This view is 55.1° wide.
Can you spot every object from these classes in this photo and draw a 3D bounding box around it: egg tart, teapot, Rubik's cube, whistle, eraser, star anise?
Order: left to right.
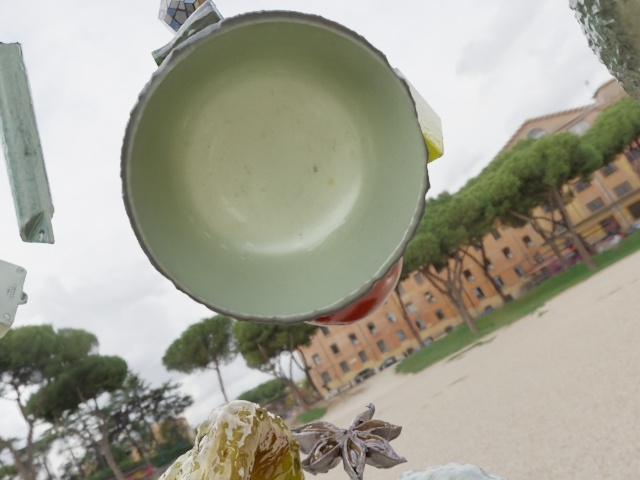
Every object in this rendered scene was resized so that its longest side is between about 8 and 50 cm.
[{"bbox_3d":[-0.463,-0.145,0.952,0.062,0.312,0.062,-5,13,1],"label":"whistle"},{"bbox_3d":[-0.178,-0.268,0.816,0.110,0.043,0.043,-35,-14,10],"label":"teapot"},{"bbox_3d":[-0.250,-0.427,1.151,0.111,0.111,0.093,-34,24,19],"label":"Rubik's cube"},{"bbox_3d":[-0.103,0.372,0.687,0.169,0.388,0.388,-10,-12,6],"label":"egg tart"},{"bbox_3d":[0.054,0.354,1.040,0.208,0.063,0.172,-8,20,-30],"label":"star anise"},{"bbox_3d":[0.136,-0.186,0.934,0.045,0.097,0.122,-29,-55,34],"label":"eraser"}]

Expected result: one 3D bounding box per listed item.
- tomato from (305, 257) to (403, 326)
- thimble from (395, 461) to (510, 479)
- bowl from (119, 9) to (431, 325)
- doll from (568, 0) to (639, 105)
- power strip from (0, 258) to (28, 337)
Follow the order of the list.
[{"bbox_3d":[0.000,0.000,0.673,0.136,0.195,0.195,-3,-26,-30],"label":"tomato"},{"bbox_3d":[0.182,0.446,0.816,0.195,0.291,0.291,-27,-12,-41],"label":"thimble"},{"bbox_3d":[-0.035,-0.054,0.459,0.211,0.211,0.112,-29,16,-2],"label":"bowl"},{"bbox_3d":[0.424,-0.238,0.666,0.247,0.349,0.247,-26,30,17],"label":"doll"},{"bbox_3d":[-0.555,0.022,0.760,0.367,0.106,0.043,27,-54,-32],"label":"power strip"}]
